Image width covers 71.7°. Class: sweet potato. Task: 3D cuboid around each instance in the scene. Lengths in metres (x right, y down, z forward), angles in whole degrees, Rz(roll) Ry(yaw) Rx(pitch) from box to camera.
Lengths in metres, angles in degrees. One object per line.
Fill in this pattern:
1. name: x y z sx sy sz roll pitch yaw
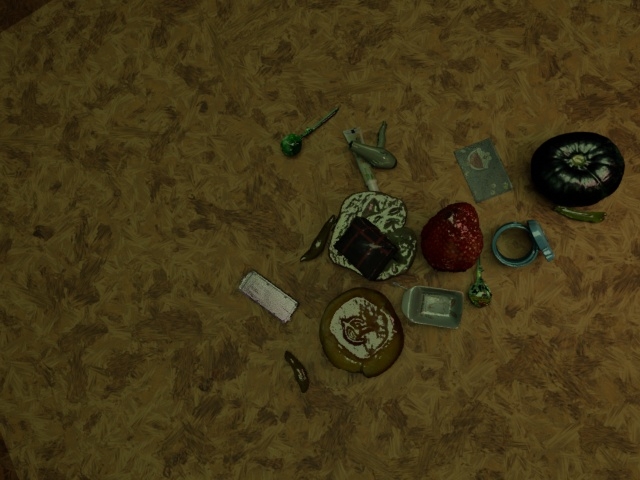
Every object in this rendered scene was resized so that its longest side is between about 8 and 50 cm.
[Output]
1. sweet potato: 0.002 -0.001 1.867 0.059 0.069 0.249 34 86 -29
2. sweet potato: -0.092 0.528 1.803 0.053 0.054 0.182 -27 76 -7

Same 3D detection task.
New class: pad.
1. pad: 0.684 -0.295 1.855 0.170 0.006 0.245 -20 79 3

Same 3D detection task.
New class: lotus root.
1. lotus root: 0.207 -0.011 1.826 0.375 0.111 0.390 -29 80 7

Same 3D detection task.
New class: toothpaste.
1. toothpaste: 0.182 -0.345 1.905 0.056 0.058 0.314 -29 72 39

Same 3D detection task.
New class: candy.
1. candy: -0.042 -0.489 1.953 0.323 0.097 0.097 -40 78 -9
2. candy: 0.639 0.116 1.774 0.091 0.083 0.305 15 70 -28

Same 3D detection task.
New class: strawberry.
1. strawberry: 0.496 -0.018 1.695 0.238 0.288 0.250 -13 59 15

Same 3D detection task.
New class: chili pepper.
1. chili pepper: 1.034 -0.105 1.762 0.202 0.050 0.052 15 120 8

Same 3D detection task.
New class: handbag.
1. handbag: 0.179 0.025 1.696 0.215 0.155 0.169 44 105 19

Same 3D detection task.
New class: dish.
1. dish: 0.441 0.258 1.762 0.234 0.064 0.154 8 93 7

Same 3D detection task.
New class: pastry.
1. pastry: 0.163 0.360 1.746 0.356 0.164 0.356 -1 85 12

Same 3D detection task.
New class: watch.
1. watch: 0.775 0.018 1.720 0.193 0.211 0.211 -25 78 24

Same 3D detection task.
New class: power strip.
1. power strip: -0.220 0.236 1.872 0.279 0.037 0.109 34 86 11

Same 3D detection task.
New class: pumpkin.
1. pumpkin: 0.981 -0.269 1.702 0.315 0.238 0.315 -8 67 19

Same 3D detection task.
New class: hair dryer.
1. hair dryer: 0.211 -0.410 1.861 0.219 0.088 0.225 -2 76 -29

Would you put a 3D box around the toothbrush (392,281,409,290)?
1. toothbrush: 0.372 0.209 1.811 0.167 0.014 0.011 25 102 10
